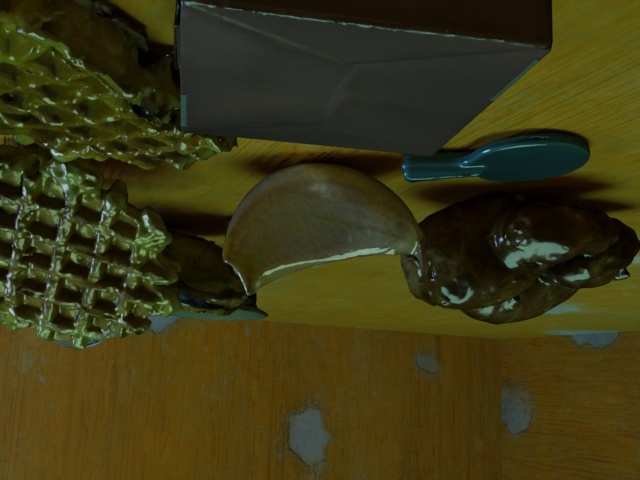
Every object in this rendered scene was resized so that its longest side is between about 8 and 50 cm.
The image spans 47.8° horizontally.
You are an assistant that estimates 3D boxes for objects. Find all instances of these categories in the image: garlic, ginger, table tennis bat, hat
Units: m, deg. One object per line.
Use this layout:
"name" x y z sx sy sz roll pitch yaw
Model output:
"garlic" 0.005 -0.013 0.870 0.245 0.164 0.145 -6 150 16
"ginger" 0.290 0.018 1.023 0.274 0.152 0.357 -27 155 28
"table tennis bat" 0.189 -0.086 0.794 0.201 0.033 0.124 -3 166 13
"hat" -0.236 0.093 1.523 0.257 0.130 0.257 2 169 0

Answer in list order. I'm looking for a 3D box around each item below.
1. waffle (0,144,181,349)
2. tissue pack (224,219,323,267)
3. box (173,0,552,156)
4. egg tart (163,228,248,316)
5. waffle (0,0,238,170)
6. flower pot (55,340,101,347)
"waffle" -0.336 0.014 0.911 0.325 0.068 0.302 -20 120 17
"tissue pack" -0.061 0.000 1.195 0.176 0.062 0.095 10 165 -28
"box" 0.014 -0.130 0.466 0.215 0.086 0.215 4 169 -10
"egg tart" -0.241 0.033 1.203 0.291 0.107 0.291 17 -173 -2
"waffle" -0.201 -0.124 0.609 0.283 0.065 0.309 9 171 -18
"flower pot" -0.463 0.078 1.372 0.236 0.235 0.140 -3 146 27
